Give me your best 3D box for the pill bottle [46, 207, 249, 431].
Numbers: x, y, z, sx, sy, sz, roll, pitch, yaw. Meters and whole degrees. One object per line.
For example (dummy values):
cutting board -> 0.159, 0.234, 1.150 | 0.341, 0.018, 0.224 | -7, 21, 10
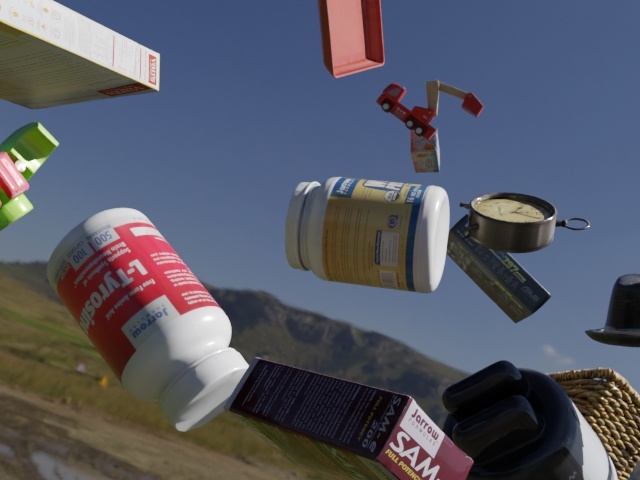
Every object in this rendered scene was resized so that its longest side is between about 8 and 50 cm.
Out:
pill bottle -> -0.317, 0.149, 1.583 | 0.407, 0.229, 0.229 | 47, -1, 22

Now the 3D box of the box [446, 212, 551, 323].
box -> 0.353, 0.061, 1.718 | 0.232, 0.059, 0.183 | 46, -5, 11

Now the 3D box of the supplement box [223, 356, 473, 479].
supplement box -> 0.023, 0.201, 0.877 | 0.239, 0.073, 0.130 | 3, -36, 48

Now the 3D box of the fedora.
fedora -> 0.766, 0.153, 1.907 | 0.334, 0.152, 0.334 | -1, 1, 0

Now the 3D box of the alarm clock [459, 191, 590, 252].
alarm clock -> 0.308, -0.025, 1.269 | 0.192, 0.064, 0.129 | 0, 23, 7

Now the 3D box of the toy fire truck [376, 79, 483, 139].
toy fire truck -> 0.229, -0.286, 1.762 | 0.192, 0.135, 0.047 | 37, 9, 6

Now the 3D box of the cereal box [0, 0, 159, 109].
cereal box -> -0.288, -0.179, 0.785 | 0.173, 0.047, 0.240 | -3, -6, 23

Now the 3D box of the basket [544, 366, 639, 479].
basket -> 0.511, 0.365, 1.708 | 0.299, 0.223, 0.213 | 38, -7, -40

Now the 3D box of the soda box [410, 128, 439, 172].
soda box -> 0.247, -0.209, 1.974 | 0.063, 0.058, 0.183 | 0, -10, 10

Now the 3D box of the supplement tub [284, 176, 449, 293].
supplement tub -> 0.065, -0.010, 1.137 | 0.200, 0.144, 0.144 | 7, -15, 16

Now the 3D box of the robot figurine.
robot figurine -> 0.262, 0.269, 1.047 | 0.173, 0.209, 0.278 | -2, -42, 45

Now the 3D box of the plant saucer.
plant saucer -> 0.068, -0.539, 2.040 | 0.048, 0.258, 0.259 | 4, 20, 31

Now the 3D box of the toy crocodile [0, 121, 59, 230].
toy crocodile -> -0.453, -0.045, 1.044 | 0.105, 0.340, 0.115 | -24, -75, 35
